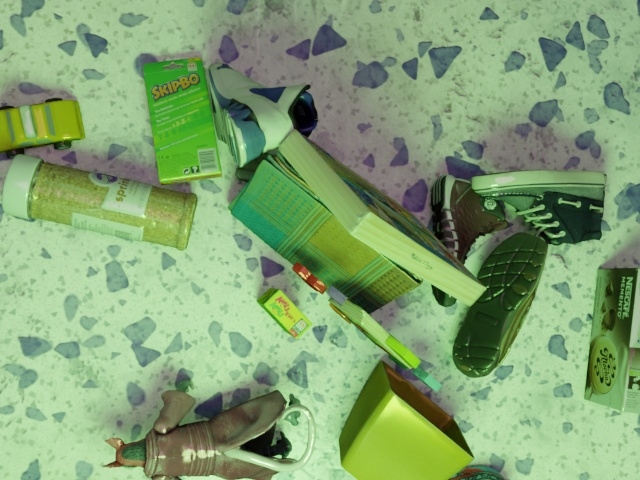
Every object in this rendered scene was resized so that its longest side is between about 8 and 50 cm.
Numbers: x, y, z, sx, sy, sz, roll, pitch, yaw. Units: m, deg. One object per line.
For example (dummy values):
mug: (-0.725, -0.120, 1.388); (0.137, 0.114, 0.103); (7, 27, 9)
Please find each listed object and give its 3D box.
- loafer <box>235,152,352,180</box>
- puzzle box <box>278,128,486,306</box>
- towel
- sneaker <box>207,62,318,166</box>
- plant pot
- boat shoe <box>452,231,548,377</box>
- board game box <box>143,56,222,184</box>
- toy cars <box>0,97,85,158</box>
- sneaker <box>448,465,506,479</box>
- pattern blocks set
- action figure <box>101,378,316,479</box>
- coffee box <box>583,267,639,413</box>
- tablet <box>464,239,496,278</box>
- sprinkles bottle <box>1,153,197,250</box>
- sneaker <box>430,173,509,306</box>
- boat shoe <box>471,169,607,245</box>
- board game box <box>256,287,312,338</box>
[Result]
loafer: (-0.046, -0.151, 1.614); (0.251, 0.094, 0.087); (7, 91, -8)
puzzle box: (0.121, -0.035, 1.454); (0.052, 0.272, 0.409); (-49, 138, 10)
towel: (0.000, 0.000, 1.537); (0.370, 0.271, 0.040); (39, 60, -7)
sneaker: (-0.107, -0.247, 1.518); (0.182, 0.315, 0.127); (-12, 124, -14)
plant pot: (0.150, 0.401, 1.577); (0.212, 0.212, 0.187); (40, 96, -5)
boat shoe: (0.382, 0.139, 1.662); (0.123, 0.120, 0.324); (28, 91, 31)
board game box: (-0.281, -0.244, 1.589); (0.124, 0.039, 0.259); (-9, 78, -9)
toy cars: (-0.655, -0.279, 1.528); (0.394, 0.087, 0.176); (30, 83, -6)
sneaker: (0.272, 0.523, 1.619); (0.262, 0.125, 0.104); (-9, 88, -9)
pattern blocks set: (0.100, 0.172, 1.535); (0.026, 0.285, 0.325); (-49, 129, -7)
action figure: (-0.221, 0.408, 1.487); (0.370, 0.276, 0.248); (-2, 94, -23)
coffee box: (0.667, 0.210, 1.674); (0.119, 0.168, 0.297); (8, 87, -9)
tablet: (0.354, 0.044, 1.713); (0.083, 0.006, 0.054); (-39, 93, -9)
sprinkles bottle: (-0.426, -0.072, 1.538); (0.356, 0.121, 0.121); (13, 86, -9)
sneaker: (0.322, 0.002, 1.662); (0.163, 0.106, 0.281); (2, 87, -12)
boat shoe: (0.466, -0.066, 1.647); (0.341, 0.127, 0.158); (-2, 91, -25)
board game box: (-0.074, 0.141, 1.553); (0.043, 0.181, 0.092); (-44, 95, -8)
